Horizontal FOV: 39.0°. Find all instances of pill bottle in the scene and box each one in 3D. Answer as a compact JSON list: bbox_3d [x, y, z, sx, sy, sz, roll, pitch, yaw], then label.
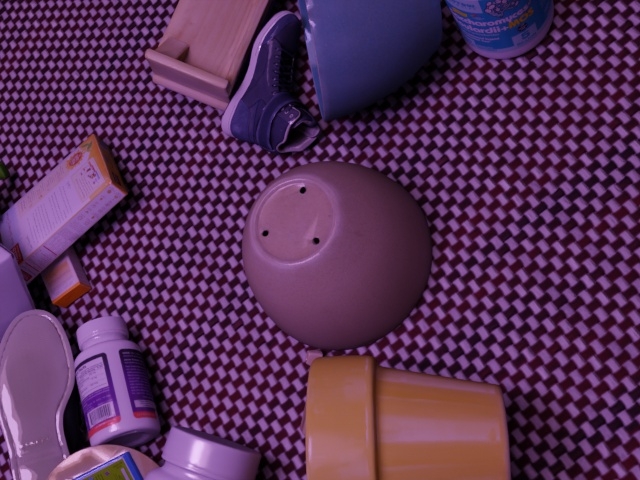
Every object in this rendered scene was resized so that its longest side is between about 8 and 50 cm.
[{"bbox_3d":[-0.191,0.414,1.256,0.161,0.161,0.283,13,79,26],"label":"pill bottle"},{"bbox_3d":[-0.322,0.221,1.406,0.108,0.108,0.193,-26,64,13],"label":"pill bottle"},{"bbox_3d":[0.240,-0.378,1.279,0.146,0.264,0.146,-7,70,21],"label":"pill bottle"}]

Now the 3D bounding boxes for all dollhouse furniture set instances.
[{"bbox_3d":[0.016,0.230,1.317,0.081,0.091,0.114,10,101,-15],"label":"dollhouse furniture set"}]

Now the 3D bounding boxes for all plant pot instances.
[{"bbox_3d":[0.072,-0.340,1.350,0.195,0.290,0.290,-12,68,0],"label":"plant pot"},{"bbox_3d":[0.000,0.000,1.298,0.284,0.191,0.284,-7,70,20],"label":"plant pot"},{"bbox_3d":[0.113,0.270,1.145,0.239,0.254,0.254,-2,71,5],"label":"plant pot"}]

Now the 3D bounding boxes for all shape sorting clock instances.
[{"bbox_3d":[-0.315,0.403,1.337,0.206,0.040,0.206,0,91,-10],"label":"shape sorting clock"}]

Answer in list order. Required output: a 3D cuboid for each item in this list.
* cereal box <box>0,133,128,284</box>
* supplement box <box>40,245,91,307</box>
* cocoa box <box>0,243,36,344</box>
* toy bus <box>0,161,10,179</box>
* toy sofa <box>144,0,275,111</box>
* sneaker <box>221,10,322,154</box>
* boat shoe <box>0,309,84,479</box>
[{"bbox_3d":[-0.449,-0.057,1.560,0.240,0.047,0.173,-40,42,7],"label":"cereal box"},{"bbox_3d":[-0.442,0.058,1.551,0.062,0.036,0.098,-35,63,9],"label":"supplement box"},{"bbox_3d":[-0.661,0.141,1.431,0.228,0.231,0.347,31,55,29],"label":"cocoa box"},{"bbox_3d":[-0.632,-0.046,1.607,0.191,0.104,0.202,-27,18,-6],"label":"toy bus"},{"bbox_3d":[-0.151,-0.409,1.541,0.150,0.177,0.362,22,81,3],"label":"toy sofa"},{"bbox_3d":[-0.049,-0.246,1.448,0.163,0.086,0.226,28,97,38],"label":"sneaker"},{"bbox_3d":[-0.440,0.284,1.436,0.127,0.113,0.340,-12,74,-15],"label":"boat shoe"}]
